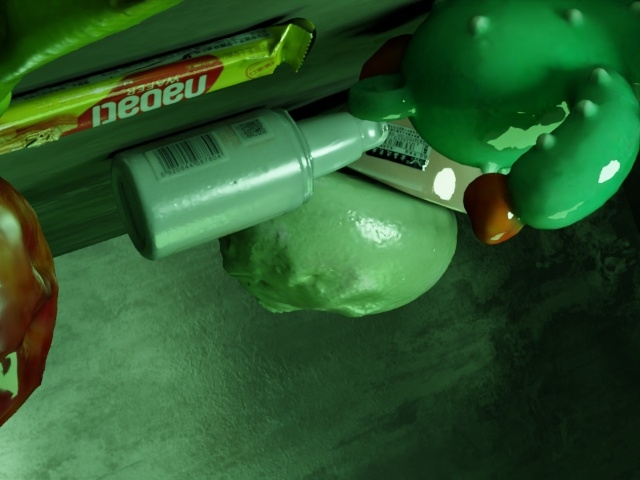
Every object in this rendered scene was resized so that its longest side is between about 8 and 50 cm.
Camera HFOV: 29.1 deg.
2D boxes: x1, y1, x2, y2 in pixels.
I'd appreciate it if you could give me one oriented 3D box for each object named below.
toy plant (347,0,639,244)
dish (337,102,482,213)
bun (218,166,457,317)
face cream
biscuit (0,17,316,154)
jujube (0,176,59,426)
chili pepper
[{"bbox_3d":[0.217,-0.112,0.815,0.400,0.280,0.185,-1,144,2],"label":"toy plant"},{"bbox_3d":[0.095,-0.108,1.272,0.213,0.090,0.213,22,-168,-5],"label":"dish"},{"bbox_3d":[0.000,0.000,1.298,0.283,0.179,0.283,17,-170,-3],"label":"bun"},{"bbox_3d":[-0.057,-0.067,1.113,0.251,0.101,0.101,-20,-179,-21],"label":"face cream"},{"bbox_3d":[-0.139,-0.070,0.652,0.291,0.026,0.048,-20,161,-19],"label":"biscuit"},{"bbox_3d":[-0.240,0.038,0.529,0.250,0.174,0.174,-11,-179,1],"label":"jujube"},{"bbox_3d":[-0.098,-0.067,0.393,0.201,0.050,0.052,-11,-134,57],"label":"chili pepper"}]
